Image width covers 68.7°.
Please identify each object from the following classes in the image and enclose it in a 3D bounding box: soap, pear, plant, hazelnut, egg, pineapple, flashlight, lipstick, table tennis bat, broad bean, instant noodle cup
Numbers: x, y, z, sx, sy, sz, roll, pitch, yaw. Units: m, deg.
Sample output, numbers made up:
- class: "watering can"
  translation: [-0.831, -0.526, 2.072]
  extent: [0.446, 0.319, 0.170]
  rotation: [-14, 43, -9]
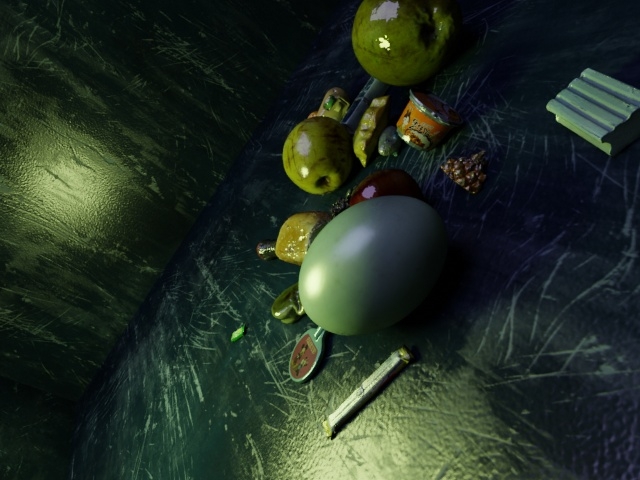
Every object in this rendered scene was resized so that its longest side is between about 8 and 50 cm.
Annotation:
- class: "soap"
  translation: [0.554, -0.259, 0.929]
  extent: [0.114, 0.063, 0.198]
  rotation: [-43, 29, 21]
- class: "pear"
  translation: [0.280, -0.684, 1.565]
  extent: [0.351, 0.352, 0.413]
  rotation: [-55, 23, 3]
- class: "plant"
  translation: [0.098, -0.124, 1.531]
  extent: [0.174, 0.087, 0.085]
  rotation: [-44, 64, 16]
- class: "hazelnut"
  translation: [0.185, -0.082, 1.238]
  extent: [0.208, 0.208, 0.208]
  rotation: [-40, 31, 30]
- class: "egg"
  translation: [0.114, 0.059, 1.072]
  extent: [0.389, 0.276, 0.276]
  rotation: [-41, 30, 27]
- class: "pineapple"
  translation: [0.371, -0.173, 1.158]
  extent: [0.114, 0.077, 0.114]
  rotation: [-43, 62, 3]
- class: "flashlight"
  translation: [-0.145, 0.024, 1.770]
  extent: [0.232, 0.093, 0.092]
  rotation: [-11, 51, 48]
- class: "lipstick"
  translation: [0.190, -0.560, 1.859]
  extent: [0.289, 0.076, 0.077]
  rotation: [-55, 25, -3]
- class: "pear"
  translation: [-0.001, -0.305, 1.704]
  extent: [0.284, 0.284, 0.283]
  rotation: [-40, 31, 30]
- class: "table tennis bat"
  translation: [-0.016, 0.288, 1.311]
  extent: [0.244, 0.040, 0.153]
  rotation: [-57, 26, 9]
- class: "broad bean"
  translation: [-0.058, 0.178, 1.478]
  extent: [0.207, 0.072, 0.153]
  rotation: [-37, 34, 10]
- class: "instant noodle cup"
  translation: [0.299, -0.338, 1.346]
  extent: [0.125, 0.178, 0.208]
  rotation: [-55, 4, 33]

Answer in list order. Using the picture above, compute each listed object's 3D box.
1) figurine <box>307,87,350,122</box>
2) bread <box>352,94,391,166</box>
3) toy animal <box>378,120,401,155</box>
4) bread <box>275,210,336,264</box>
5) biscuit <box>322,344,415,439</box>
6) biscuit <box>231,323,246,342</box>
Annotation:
- class: "figurine"
  translation: [0.013, -0.528, 2.070]
  extent: [0.324, 0.124, 0.222]
  rotation: [-60, 26, 3]
- class: "bread"
  translation: [0.177, -0.383, 1.612]
  extent: [0.233, 0.088, 0.160]
  rotation: [-60, -5, -14]
- class: "toy animal"
  translation: [0.254, -0.367, 1.566]
  extent: [0.079, 0.070, 0.252]
  rotation: [15, 55, 26]
- class: "bread"
  translation: [0.000, 0.000, 1.413]
  extent: [0.246, 0.196, 0.176]
  rotation: [4, 77, 57]
- class: "biscuit"
  translation: [0.101, 0.343, 1.059]
  extent: [0.292, 0.026, 0.048]
  rotation: [-48, 32, 17]
- class: "biscuit"
  translation: [-0.305, 0.348, 1.742]
  extent: [0.089, 0.016, 0.046]
  rotation: [-37, 31, 32]
